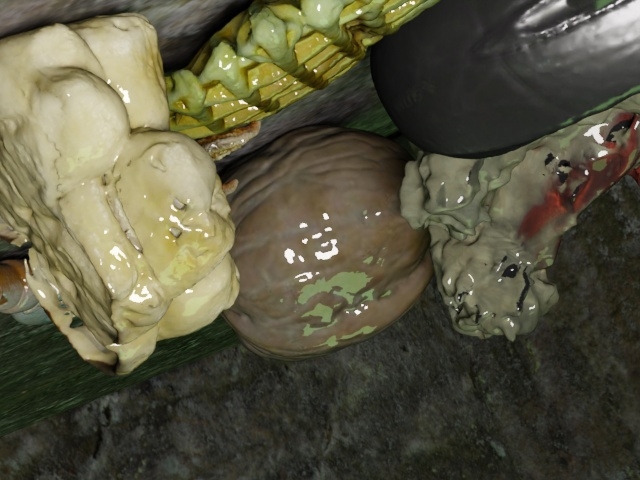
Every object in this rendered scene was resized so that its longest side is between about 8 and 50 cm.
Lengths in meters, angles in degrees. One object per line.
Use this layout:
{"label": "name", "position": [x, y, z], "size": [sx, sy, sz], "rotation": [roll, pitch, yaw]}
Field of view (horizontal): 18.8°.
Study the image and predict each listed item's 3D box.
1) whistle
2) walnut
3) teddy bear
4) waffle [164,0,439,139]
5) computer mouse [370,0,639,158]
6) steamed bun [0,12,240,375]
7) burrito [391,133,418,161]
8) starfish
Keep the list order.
{"label": "whistle", "position": [-0.246, 0.036, 1.662], "size": [0.107, 0.057, 0.220], "rotation": [-27, 169, 25]}
{"label": "walnut", "position": [0.000, 0.000, 1.674], "size": [0.224, 0.224, 0.224], "rotation": [-24, 174, -3]}
{"label": "teddy bear", "position": [0.212, -0.118, 1.431], "size": [0.357, 0.224, 0.367], "rotation": [-38, 175, -13]}
{"label": "waffle", "position": [-0.017, -0.119, 1.178], "size": [0.214, 0.054, 0.208], "rotation": [-27, 174, -39]}
{"label": "computer mouse", "position": [0.129, -0.133, 1.245], "size": [0.269, 0.138, 0.086], "rotation": [-27, -177, 37]}
{"label": "steamed bun", "position": [-0.111, -0.038, 1.020], "size": [0.106, 0.177, 0.192], "rotation": [-32, 164, -22]}
{"label": "burrito", "position": [0.135, -0.104, 1.945], "size": [0.203, 0.064, 0.064], "rotation": [-29, 173, 24]}
{"label": "starfish", "position": [-0.143, -0.046, 1.340], "size": [0.213, 0.057, 0.238], "rotation": [-19, 174, 27]}
